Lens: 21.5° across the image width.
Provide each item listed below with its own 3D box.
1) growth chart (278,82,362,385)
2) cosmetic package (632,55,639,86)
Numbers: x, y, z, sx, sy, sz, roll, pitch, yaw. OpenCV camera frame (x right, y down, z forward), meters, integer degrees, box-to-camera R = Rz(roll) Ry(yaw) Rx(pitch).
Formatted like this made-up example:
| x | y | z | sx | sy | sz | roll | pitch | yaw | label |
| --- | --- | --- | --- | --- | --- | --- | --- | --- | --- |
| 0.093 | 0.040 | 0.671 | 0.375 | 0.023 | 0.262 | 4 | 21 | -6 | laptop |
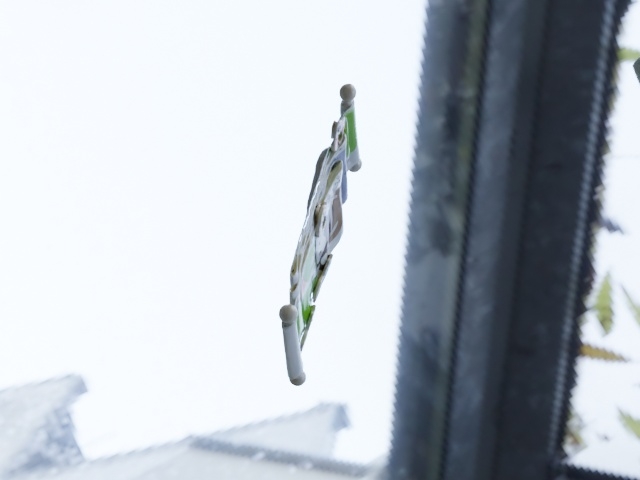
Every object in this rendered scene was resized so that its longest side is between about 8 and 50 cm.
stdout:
| x | y | z | sx | sy | sz | roll | pitch | yaw | label |
| --- | --- | --- | --- | --- | --- | --- | --- | --- | --- |
| 0.000 | 0.000 | 1.491 | 0.021 | 0.237 | 0.172 | 12 | -18 | 10 | growth chart |
| 0.335 | -0.024 | 1.081 | 0.129 | 0.153 | 0.296 | 124 | -48 | -63 | cosmetic package |
